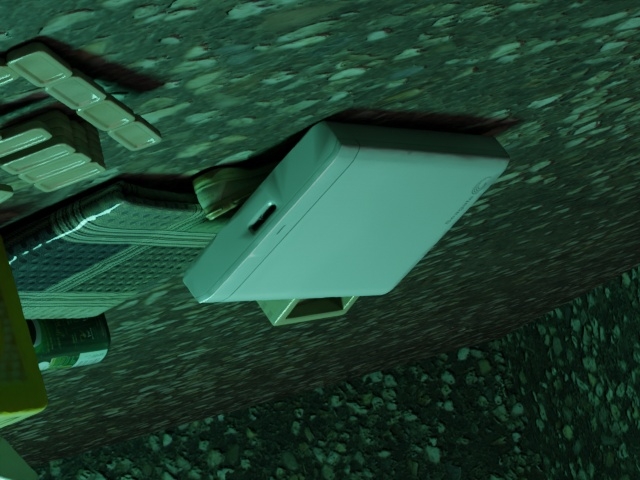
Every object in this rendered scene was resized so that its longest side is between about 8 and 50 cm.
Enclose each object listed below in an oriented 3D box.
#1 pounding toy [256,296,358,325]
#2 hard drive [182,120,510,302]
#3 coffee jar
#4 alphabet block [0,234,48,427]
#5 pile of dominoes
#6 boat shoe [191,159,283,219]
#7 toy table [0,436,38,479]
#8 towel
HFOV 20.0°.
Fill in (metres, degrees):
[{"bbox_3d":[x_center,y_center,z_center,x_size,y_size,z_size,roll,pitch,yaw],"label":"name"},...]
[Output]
[{"bbox_3d":[-0.003,-0.003,2.112,0.181,0.094,0.206,-7,144,-46],"label":"pounding toy"},{"bbox_3d":[0.037,-0.026,1.928,0.233,0.047,0.353,-48,157,24],"label":"hard drive"},{"bbox_3d":[-0.343,0.112,2.104,0.184,0.096,0.079,-10,165,-33],"label":"coffee jar"},{"bbox_3d":[-0.405,0.106,1.698,0.197,0.192,0.193,-21,171,26],"label":"alphabet block"},{"bbox_3d":[-0.251,-0.090,1.399,0.196,0.040,0.251,-19,162,12],"label":"pile of dominoes"},{"bbox_3d":[-0.064,-0.050,1.844,0.056,0.048,0.153,-26,167,39],"label":"boat shoe"},{"bbox_3d":[-0.441,0.195,1.959,0.252,0.274,0.161,-43,166,31],"label":"toy table"},{"bbox_3d":[-0.236,0.009,1.906,0.312,0.056,0.324,-26,165,26],"label":"towel"}]
